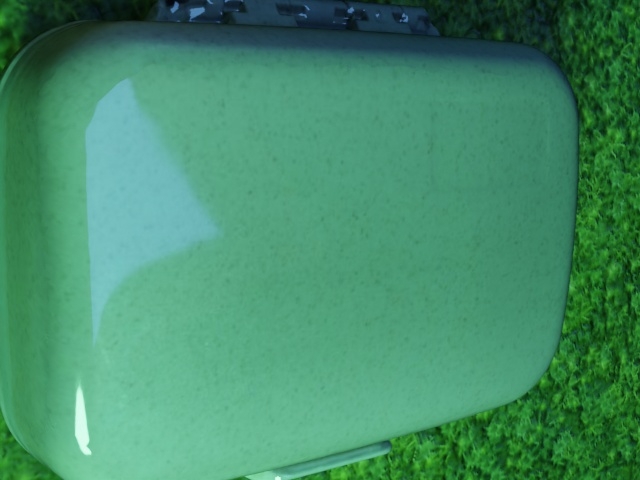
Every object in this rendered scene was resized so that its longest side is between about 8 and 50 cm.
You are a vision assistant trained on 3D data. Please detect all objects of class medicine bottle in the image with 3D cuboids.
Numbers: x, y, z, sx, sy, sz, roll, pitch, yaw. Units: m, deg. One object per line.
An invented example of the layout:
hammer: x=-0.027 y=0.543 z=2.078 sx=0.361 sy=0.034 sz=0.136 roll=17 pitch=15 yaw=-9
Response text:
medicine bottle: x=0.000 y=0.000 z=0.576 sx=0.375 sy=0.123 sz=0.282 roll=-6 pitch=105 yaw=-36
